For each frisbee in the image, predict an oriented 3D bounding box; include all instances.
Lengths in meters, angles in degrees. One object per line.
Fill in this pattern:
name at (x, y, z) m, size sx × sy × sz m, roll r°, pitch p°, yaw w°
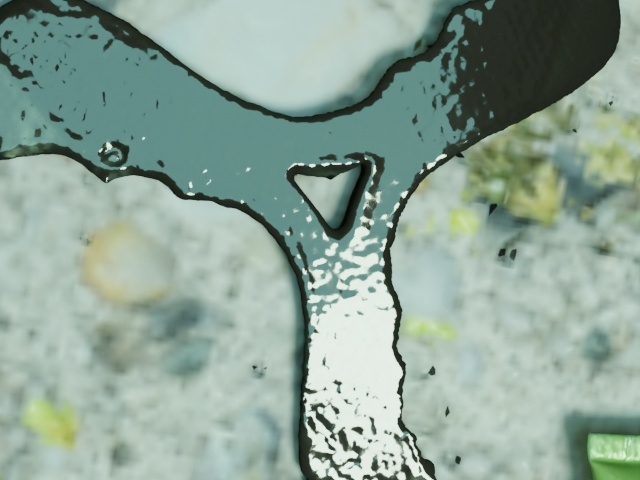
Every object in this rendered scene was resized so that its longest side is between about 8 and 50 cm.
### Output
frisbee at (0.000, 0.000, 0.324) m, size 0.211 × 0.012 × 0.187 m, roll -5°, pitch 96°, yaw -10°

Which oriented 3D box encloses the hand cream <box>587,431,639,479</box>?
hand cream at (0.130, 0.152, 0.339) m, size 0.095 × 0.046 × 0.175 m, roll 3°, pitch 92°, yaw -8°
